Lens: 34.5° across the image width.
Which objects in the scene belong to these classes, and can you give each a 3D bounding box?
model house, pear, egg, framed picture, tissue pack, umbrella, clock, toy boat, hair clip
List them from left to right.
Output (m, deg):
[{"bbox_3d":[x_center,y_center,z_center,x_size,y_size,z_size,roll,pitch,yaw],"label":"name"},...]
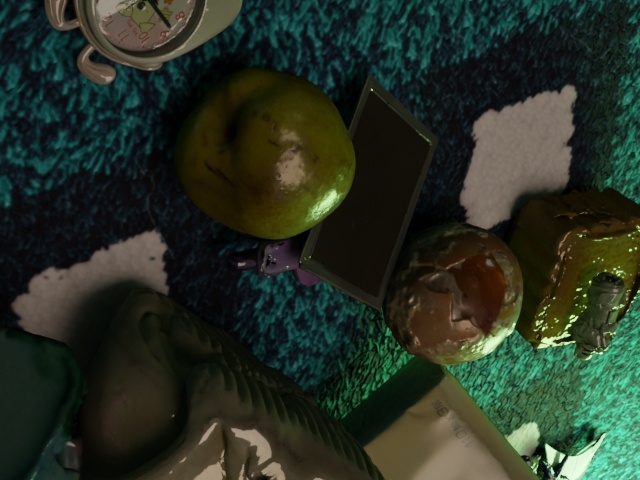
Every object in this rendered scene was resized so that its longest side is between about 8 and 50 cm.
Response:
[{"bbox_3d":[-0.361,0.239,1.078,0.248,0.281,0.230,76,30,-55],"label":"model house"},{"bbox_3d":[-0.183,-0.251,1.043,0.191,0.062,0.151,-36,133,-12],"label":"clock"},{"bbox_3d":[-0.057,-0.094,1.150,0.200,0.200,0.200,-18,126,-27],"label":"pear"},{"bbox_3d":[-0.013,-0.003,1.303,0.278,0.090,0.137,-5,106,-52],"label":"hair clip"},{"bbox_3d":[0.064,-0.055,1.300,0.197,0.014,0.252,32,75,-52],"label":"framed picture"},{"bbox_3d":[0.171,0.416,1.473,0.332,0.205,0.405,-40,96,0],"label":"tissue pack"},{"bbox_3d":[0.183,0.069,1.414,0.233,0.195,0.195,-29,132,-43],"label":"egg"},{"bbox_3d":[0.415,0.431,1.892,0.291,0.070,0.210,-44,138,-10],"label":"toy boat"},{"bbox_3d":[0.410,0.116,1.524,0.067,0.062,0.143,15,117,-1],"label":"umbrella"}]

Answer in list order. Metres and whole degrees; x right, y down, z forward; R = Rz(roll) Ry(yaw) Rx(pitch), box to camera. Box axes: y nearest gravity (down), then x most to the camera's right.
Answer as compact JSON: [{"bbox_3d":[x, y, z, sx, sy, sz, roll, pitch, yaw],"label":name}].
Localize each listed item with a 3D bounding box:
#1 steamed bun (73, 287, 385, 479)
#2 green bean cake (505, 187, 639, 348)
[{"bbox_3d":[-0.138,0.250,1.199,0.368,0.342,0.255,39,90,-29],"label":"steamed bun"},{"bbox_3d":[0.389,0.036,1.585,0.224,0.131,0.229,-7,124,-30],"label":"green bean cake"}]
